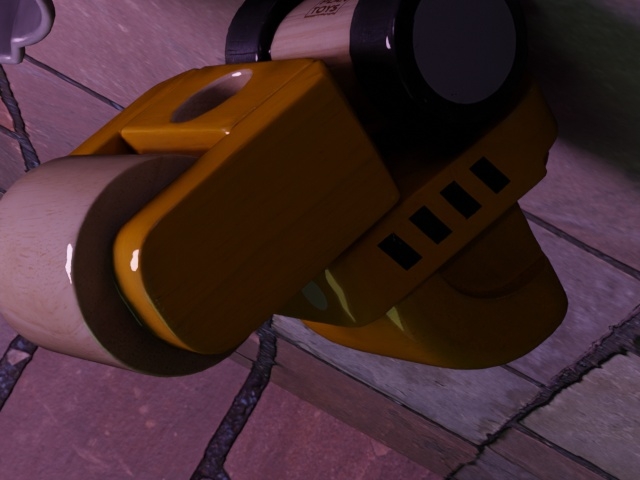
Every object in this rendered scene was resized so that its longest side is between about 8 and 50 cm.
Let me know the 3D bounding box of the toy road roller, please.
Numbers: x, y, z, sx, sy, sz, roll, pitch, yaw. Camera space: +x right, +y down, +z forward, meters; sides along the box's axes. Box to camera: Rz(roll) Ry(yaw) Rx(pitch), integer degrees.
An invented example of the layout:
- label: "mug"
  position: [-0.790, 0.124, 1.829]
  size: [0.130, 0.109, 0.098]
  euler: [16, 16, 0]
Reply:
- label: "toy road roller"
  position: [0.000, 0.000, 0.947]
  size: [0.202, 0.329, 0.240]
  euler: [5, 130, 59]

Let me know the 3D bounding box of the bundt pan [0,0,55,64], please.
- label: "bundt pan"
  position: [-0.304, -0.241, 1.021]
  size: [0.331, 0.124, 0.331]
  euler: [14, 156, 6]
